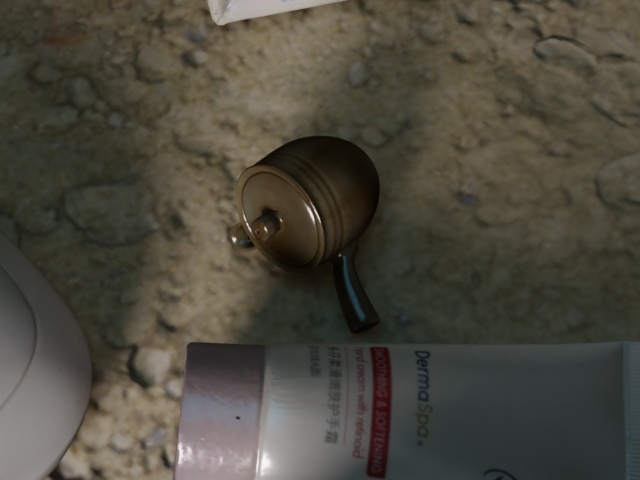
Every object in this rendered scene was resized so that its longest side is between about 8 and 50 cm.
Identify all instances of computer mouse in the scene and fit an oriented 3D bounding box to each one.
[{"bbox_3d":[-0.255,0.031,0.925,0.184,0.121,0.297,-36,64,-12],"label":"computer mouse"}]

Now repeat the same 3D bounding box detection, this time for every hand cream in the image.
[{"bbox_3d":[0.050,0.105,0.877,0.247,0.083,0.133,3,63,-3],"label":"hand cream"}]

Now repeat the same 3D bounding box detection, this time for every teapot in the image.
[{"bbox_3d":[0.000,0.000,0.957,0.080,0.085,0.110,-33,90,-37],"label":"teapot"}]

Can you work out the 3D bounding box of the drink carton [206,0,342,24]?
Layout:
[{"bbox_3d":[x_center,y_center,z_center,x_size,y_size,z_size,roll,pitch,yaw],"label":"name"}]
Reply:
[{"bbox_3d":[-0.037,-0.313,1.049,0.132,0.194,0.325,-9,59,-1],"label":"drink carton"}]
